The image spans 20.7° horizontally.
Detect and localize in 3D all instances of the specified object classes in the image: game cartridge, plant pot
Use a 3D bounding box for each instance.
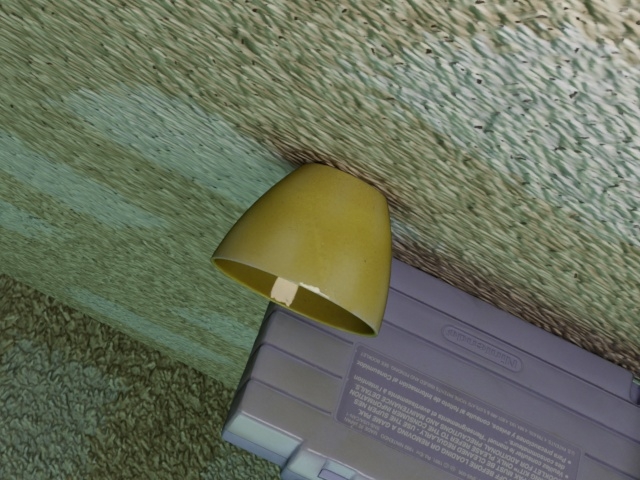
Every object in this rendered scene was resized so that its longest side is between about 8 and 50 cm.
[{"bbox_3d":[0.110,0.146,1.429,0.355,0.230,0.068,26,141,-7],"label":"game cartridge"},{"bbox_3d":[0.000,0.000,1.279,0.134,0.095,0.134,24,170,4],"label":"plant pot"}]
